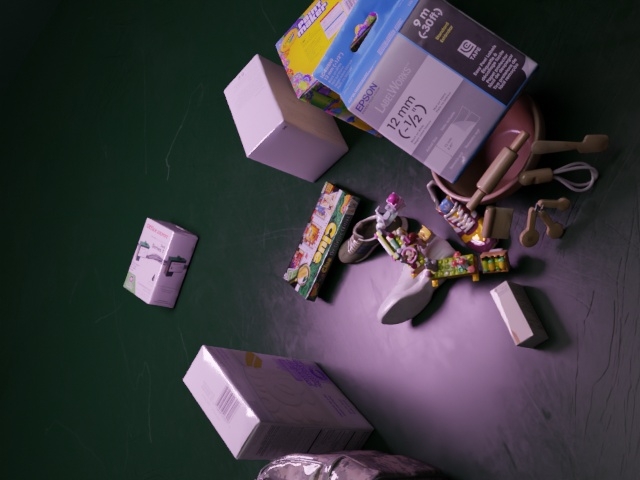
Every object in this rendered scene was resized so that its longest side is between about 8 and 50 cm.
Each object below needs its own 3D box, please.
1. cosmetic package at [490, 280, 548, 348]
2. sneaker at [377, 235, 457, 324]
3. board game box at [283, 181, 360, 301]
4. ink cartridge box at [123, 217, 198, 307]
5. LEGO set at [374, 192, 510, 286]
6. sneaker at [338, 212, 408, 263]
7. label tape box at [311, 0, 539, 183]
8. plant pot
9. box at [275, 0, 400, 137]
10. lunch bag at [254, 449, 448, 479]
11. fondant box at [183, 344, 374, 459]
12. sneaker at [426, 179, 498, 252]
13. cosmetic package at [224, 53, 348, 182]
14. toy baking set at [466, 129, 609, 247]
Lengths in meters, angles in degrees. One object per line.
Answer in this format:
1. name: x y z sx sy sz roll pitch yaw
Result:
1. cosmetic package: 0.358 0.134 1.334 0.041 0.060 0.115 -40 52 30
2. sneaker: 0.188 0.080 1.512 0.212 0.080 0.094 -47 45 12
3. board game box: 0.000 0.000 1.725 0.136 0.030 0.260 34 102 55
4. ink cartridge box: -0.460 0.061 2.125 0.160 0.092 0.219 22 94 45
5. LEGO set: 0.206 0.016 1.397 0.287 0.107 0.132 30 94 32
6. sneaker: 0.093 -0.011 1.614 0.192 0.086 0.064 -30 59 35
7. label tape box: 0.173 -0.303 1.327 0.347 0.115 0.249 36 108 5
8. plant pot: 0.333 -0.175 1.413 0.237 0.109 0.237 -15 67 40
9. box: 0.115 -0.407 1.572 0.290 0.279 0.177 -41 53 28
10. lunch bag: 0.055 0.484 1.359 0.256 0.305 0.213 13 87 41
11. fondant box: -0.083 0.335 1.510 0.238 0.330 0.096 42 106 43
12. sneaker: 0.272 -0.047 1.452 0.069 0.084 0.185 -52 48 20
13. cosmetic package: -0.083 -0.286 1.767 0.138 0.224 0.225 -42 52 27
14. toy baking set: 0.379 -0.101 1.298 0.256 0.196 0.030 -60 22 17
